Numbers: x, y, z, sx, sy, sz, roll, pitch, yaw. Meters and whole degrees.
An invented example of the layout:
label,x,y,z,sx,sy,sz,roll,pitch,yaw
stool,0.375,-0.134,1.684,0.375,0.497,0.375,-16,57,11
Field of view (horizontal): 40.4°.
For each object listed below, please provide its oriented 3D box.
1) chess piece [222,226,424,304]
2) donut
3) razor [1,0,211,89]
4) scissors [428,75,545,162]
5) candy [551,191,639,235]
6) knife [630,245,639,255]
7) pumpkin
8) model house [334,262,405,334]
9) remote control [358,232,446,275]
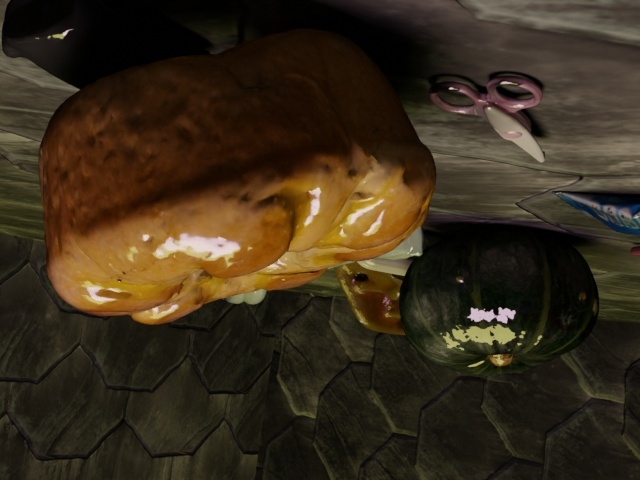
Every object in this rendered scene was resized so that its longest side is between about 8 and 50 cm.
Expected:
label,x,y,z,sx,sy,sz,roll,pitch,yaw
chess piece,0.000,0.000,1.277,0.298,0.176,0.176,-4,176,-12
donut,-0.064,-0.034,0.641,0.299,0.150,0.317,-14,173,-42
razor,-0.148,-0.133,0.618,0.090,0.054,0.148,-1,170,33
scissors,0.154,-0.096,0.704,0.085,0.022,0.176,-2,167,31
candy,0.339,-0.030,0.983,0.136,0.038,0.088,14,176,44
knife,0.533,0.012,1.184,0.035,0.018,0.247,16,169,-35
pumpkin,0.272,0.091,1.331,0.300,0.207,0.300,3,154,1
model house,0.184,0.094,1.616,0.268,0.173,0.239,11,174,-41
remote control,0.153,0.020,1.446,0.221,0.078,0.042,11,154,-22
